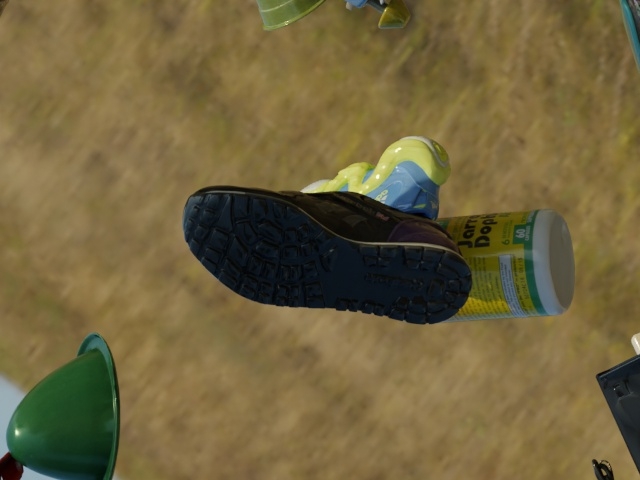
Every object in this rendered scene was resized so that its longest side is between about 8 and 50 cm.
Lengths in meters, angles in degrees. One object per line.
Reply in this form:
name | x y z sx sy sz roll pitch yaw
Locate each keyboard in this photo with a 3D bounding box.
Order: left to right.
keyboard | 0.401 0.288 1.764 0.033 0.201 0.317 -10 -108 -46

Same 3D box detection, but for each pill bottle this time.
pill bottle | 0.163 0.030 1.698 0.208 0.118 0.117 -5 155 24

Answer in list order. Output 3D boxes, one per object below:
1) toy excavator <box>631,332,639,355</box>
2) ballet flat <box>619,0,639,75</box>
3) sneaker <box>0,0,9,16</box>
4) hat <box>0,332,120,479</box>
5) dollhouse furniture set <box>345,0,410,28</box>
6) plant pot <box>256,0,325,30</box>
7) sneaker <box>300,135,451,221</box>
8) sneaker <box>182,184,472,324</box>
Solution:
toy excavator | 0.611 0.030 2.154 0.433 0.445 0.222 36 -150 -61
ballet flat | 0.372 -0.172 1.663 0.077 0.079 0.222 -89 -14 -61
sneaker | -0.302 -0.264 1.263 0.185 0.483 0.202 28 -179 -18
hat | -0.313 0.189 1.573 0.183 0.173 0.208 4 -139 -24
dollhouse furniture set | 0.182 -0.396 1.747 0.198 0.286 0.303 31 138 10
plant pot | -0.042 -0.264 1.546 0.079 0.083 0.083 57 168 -23
sneaker | 0.036 -0.012 1.642 0.091 0.240 0.126 32 -140 -27
sneaker | 0.000 0.000 1.499 0.283 0.107 0.124 16 -155 -15
